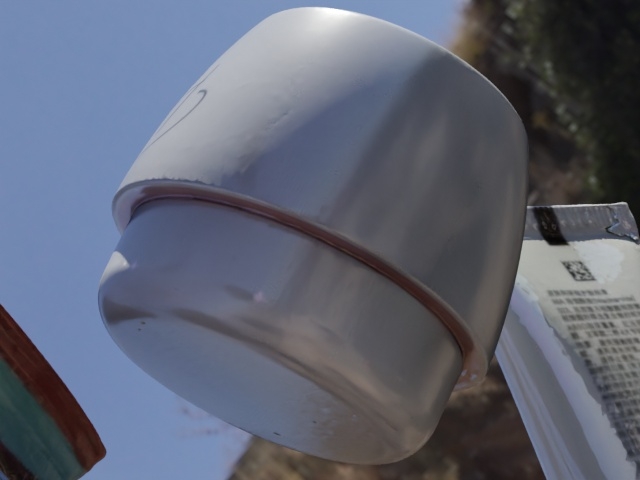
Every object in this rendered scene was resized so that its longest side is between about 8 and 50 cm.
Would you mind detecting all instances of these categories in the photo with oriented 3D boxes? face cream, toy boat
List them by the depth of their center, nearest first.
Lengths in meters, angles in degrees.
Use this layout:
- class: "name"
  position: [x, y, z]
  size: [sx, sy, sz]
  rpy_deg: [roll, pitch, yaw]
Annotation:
- class: "face cream"
  position: [0.000, 0.000, 0.485]
  size: [0.117, 0.117, 0.104]
  rpy_deg: [79, -147, -65]
- class: "face cream"
  position: [0.114, 0.093, 0.576]
  size: [0.092, 0.243, 0.058]
  rpy_deg: [-1, -28, -33]
- class: "toy boat"
  position: [-0.269, 0.051, 1.142]
  size: [0.079, 0.136, 0.392]
  rpy_deg: [-54, -50, -28]
